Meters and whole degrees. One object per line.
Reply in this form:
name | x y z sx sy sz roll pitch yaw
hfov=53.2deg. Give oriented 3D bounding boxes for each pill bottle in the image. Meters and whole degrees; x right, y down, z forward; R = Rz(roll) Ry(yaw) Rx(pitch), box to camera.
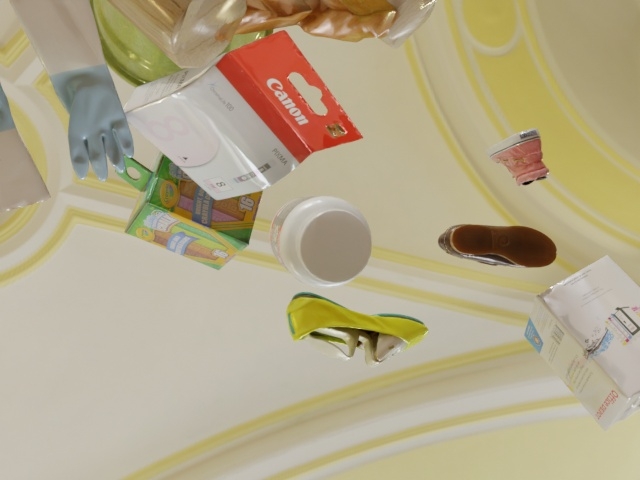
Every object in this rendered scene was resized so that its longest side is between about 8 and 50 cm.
pill bottle | 0.000 0.000 1.256 0.176 0.318 0.176 -1 -86 -10

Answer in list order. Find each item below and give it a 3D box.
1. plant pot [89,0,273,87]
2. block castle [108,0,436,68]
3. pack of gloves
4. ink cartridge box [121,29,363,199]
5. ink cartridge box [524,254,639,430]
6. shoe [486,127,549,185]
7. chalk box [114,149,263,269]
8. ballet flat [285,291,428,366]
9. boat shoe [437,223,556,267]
plant pot | -0.173 -0.355 0.830 0.276 0.254 0.276 2 -99 -15
block castle | -0.002 -0.338 0.349 0.213 0.453 0.303 44 -139 20
pack of gloves | -0.335 -0.163 0.740 0.195 0.046 0.232 -16 -64 -10
ink cartridge box | -0.095 -0.139 0.785 0.189 0.232 0.066 46 -131 -43
ink cartridge box | 0.522 0.187 1.166 0.168 0.232 0.171 -27 -33 -11
shoe | 0.330 -0.130 1.072 0.064 0.178 0.081 -15 -92 0
chalk box | -0.214 -0.065 0.988 0.213 0.132 0.132 23 -119 -20
ballet flat | 0.055 0.137 0.904 0.231 0.077 0.077 17 -130 -24
boat shoe | 0.311 0.008 1.131 0.207 0.073 0.073 11 -101 -12
